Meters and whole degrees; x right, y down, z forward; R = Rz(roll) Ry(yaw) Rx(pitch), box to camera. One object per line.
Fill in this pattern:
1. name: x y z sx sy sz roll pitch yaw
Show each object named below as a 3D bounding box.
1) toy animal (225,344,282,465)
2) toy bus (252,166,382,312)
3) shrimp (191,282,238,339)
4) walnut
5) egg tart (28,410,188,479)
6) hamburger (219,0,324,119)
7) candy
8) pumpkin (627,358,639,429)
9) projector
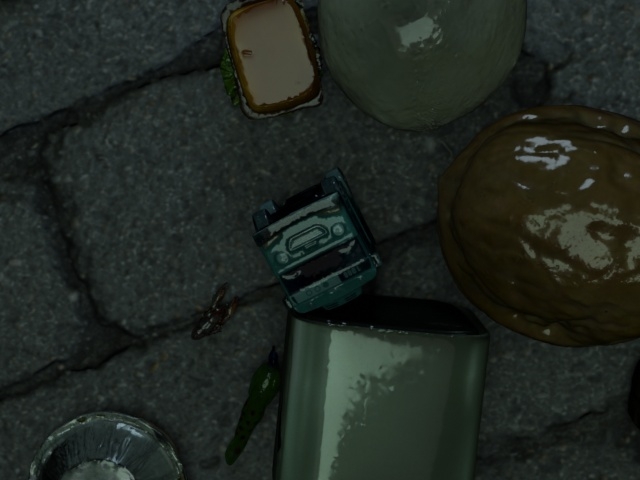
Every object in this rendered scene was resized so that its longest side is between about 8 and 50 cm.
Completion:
1. toy animal: -0.085 0.220 1.635 0.041 0.075 0.217 26 126 3
2. toy bus: 0.000 0.000 1.503 0.128 0.256 0.147 -27 97 6
3. shrimp: -0.143 0.104 1.635 0.038 0.029 0.092 31 93 0
4. walnut: 0.309 -0.016 1.464 0.344 0.306 0.306 22 97 8
5. egg tart: -0.299 0.354 1.640 0.234 0.094 0.234 1 97 6
6. hamburger: -0.067 -0.245 1.563 0.137 0.087 0.165 -11 94 5
7. candy: 0.129 -0.285 1.501 0.296 0.185 0.295 1 96 9
8. pumpkin: 0.534 0.241 1.563 0.248 0.126 0.131 19 99 1
9. projector: 0.072 0.208 1.517 0.248 0.248 0.249 5 96 -4
